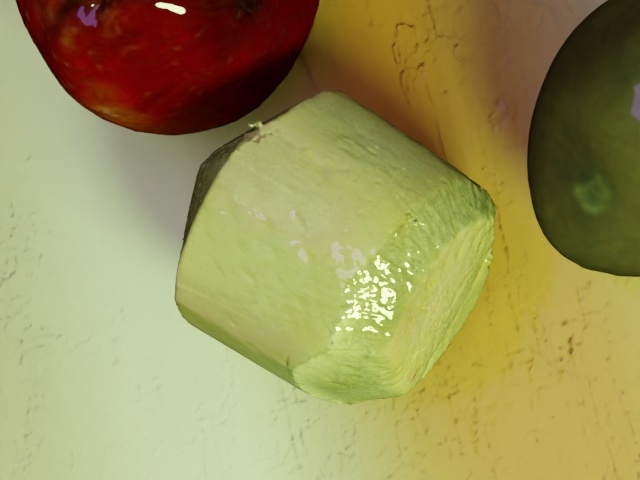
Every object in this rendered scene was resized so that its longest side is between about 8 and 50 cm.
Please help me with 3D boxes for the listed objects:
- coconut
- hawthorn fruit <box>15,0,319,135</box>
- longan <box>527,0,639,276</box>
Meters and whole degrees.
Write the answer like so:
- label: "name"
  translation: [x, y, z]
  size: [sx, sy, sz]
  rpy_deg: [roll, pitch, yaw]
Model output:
- label: "coconut"
  translation: [0.000, 0.000, 1.458]
  size: [0.244, 0.239, 0.239]
  rpy_deg: [30, 94, 20]
- label: "hawthorn fruit"
  translation: [-0.142, -0.223, 1.498]
  size: [0.265, 0.307, 0.265]
  rpy_deg: [0, 90, 22]
- label: "longan"
  translation: [0.264, -0.084, 1.362]
  size: [0.248, 0.248, 0.248]
  rpy_deg: [-3, 82, 20]
